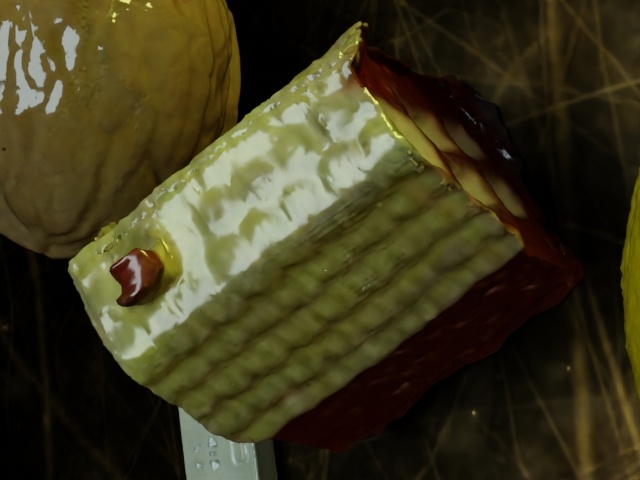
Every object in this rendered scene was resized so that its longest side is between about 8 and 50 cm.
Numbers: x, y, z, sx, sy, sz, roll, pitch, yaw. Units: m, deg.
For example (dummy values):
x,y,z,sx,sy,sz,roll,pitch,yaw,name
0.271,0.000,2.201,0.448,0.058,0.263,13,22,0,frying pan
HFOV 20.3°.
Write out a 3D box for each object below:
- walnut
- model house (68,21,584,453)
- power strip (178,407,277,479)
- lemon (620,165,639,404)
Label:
x,y,z,sx,sy,sz,roll,pitch,yaw,name
-0.156,-0.099,1.116,0.228,0.228,0.228,-4,84,37,walnut
0.000,0.000,0.942,0.196,0.254,0.160,-38,72,16,model house
-0.058,0.118,1.132,0.060,0.027,0.253,-15,77,35,power strip
0.252,0.032,0.766,0.253,0.253,0.310,13,123,37,lemon
